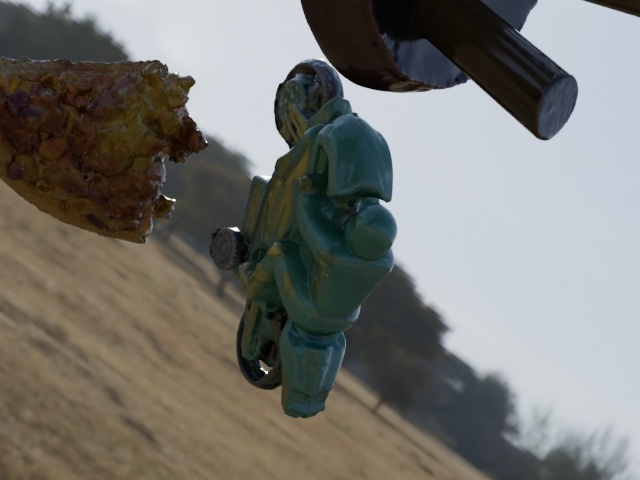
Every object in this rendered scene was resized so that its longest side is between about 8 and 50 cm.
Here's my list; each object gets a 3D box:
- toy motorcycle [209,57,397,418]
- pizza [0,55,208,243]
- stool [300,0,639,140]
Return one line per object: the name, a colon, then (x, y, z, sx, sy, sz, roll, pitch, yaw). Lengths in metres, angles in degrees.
toy motorcycle: (0.000, 0.002, 1.293, 0.109, 0.296, 0.198, 4, 16, -33)
pizza: (-0.217, -0.099, 1.498, 0.289, 0.229, 0.081, 46, 22, -37)
stool: (0.131, -0.214, 1.033, 0.178, 0.272, 0.272, 24, -10, 36)
